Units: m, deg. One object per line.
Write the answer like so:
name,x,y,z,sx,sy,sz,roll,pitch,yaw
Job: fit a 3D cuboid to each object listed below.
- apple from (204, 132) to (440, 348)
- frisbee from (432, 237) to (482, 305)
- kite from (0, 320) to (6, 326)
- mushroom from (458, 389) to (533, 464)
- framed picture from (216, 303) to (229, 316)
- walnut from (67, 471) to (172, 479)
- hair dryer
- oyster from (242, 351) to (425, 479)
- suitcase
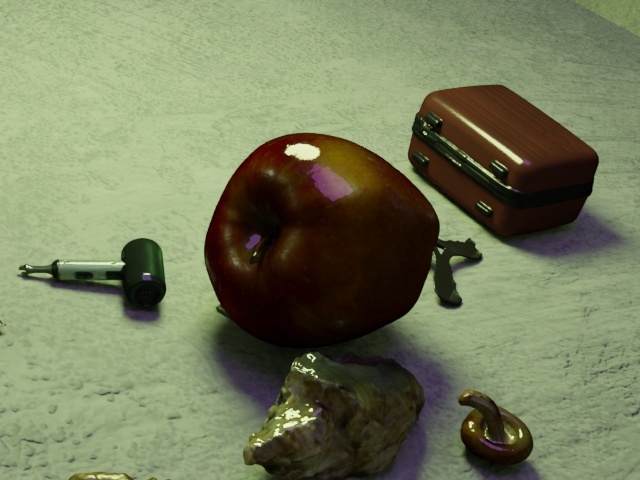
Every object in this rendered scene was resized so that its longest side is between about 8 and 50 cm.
apple,0.000,0.000,1.646,0.316,0.288,0.288,2,30,-48
frisbee,0.199,0.019,1.940,0.187,0.012,0.211,4,49,-45
kite,-0.474,0.093,1.534,0.159,0.010,0.190,13,29,-2
mushroom,0.210,0.235,1.556,0.129,0.072,0.088,43,39,-22
framed picture,-0.096,0.093,1.718,0.066,0.007,0.089,28,33,19
walnut,-0.197,0.304,1.261,0.170,0.069,0.143,20,32,9
hair dryer,-0.311,0.045,1.664,0.197,0.057,0.100,0,33,-10
oyster,0.031,0.201,1.496,0.341,0.110,0.166,2,37,-48
suitcase,0.320,-0.147,2.160,0.236,0.161,0.297,-11,39,-37
